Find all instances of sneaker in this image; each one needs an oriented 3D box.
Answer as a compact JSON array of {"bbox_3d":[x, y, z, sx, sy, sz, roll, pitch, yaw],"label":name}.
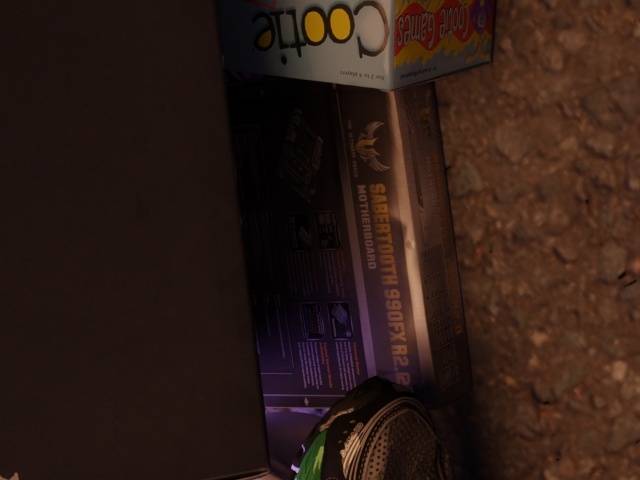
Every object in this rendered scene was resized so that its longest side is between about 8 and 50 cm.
[{"bbox_3d":[0.090,0.237,1.114,0.146,0.134,0.343,4,123,50],"label":"sneaker"}]

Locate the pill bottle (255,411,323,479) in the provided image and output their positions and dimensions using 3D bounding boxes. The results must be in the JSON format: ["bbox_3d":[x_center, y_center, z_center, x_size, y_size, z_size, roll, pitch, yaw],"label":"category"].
[{"bbox_3d":[-0.031,0.238,1.231,0.119,0.119,0.208,28,115,23],"label":"pill bottle"}]

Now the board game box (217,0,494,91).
[{"bbox_3d":[0.022,-0.244,1.068,0.144,0.142,0.275,10,107,29],"label":"board game box"}]

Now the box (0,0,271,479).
[{"bbox_3d":[-0.165,-0.039,1.107,0.179,0.312,0.343,-9,104,-12],"label":"box"}]

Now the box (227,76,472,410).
[{"bbox_3d":[0.000,0.000,1.192,0.183,0.056,0.231,-3,100,31],"label":"box"}]
